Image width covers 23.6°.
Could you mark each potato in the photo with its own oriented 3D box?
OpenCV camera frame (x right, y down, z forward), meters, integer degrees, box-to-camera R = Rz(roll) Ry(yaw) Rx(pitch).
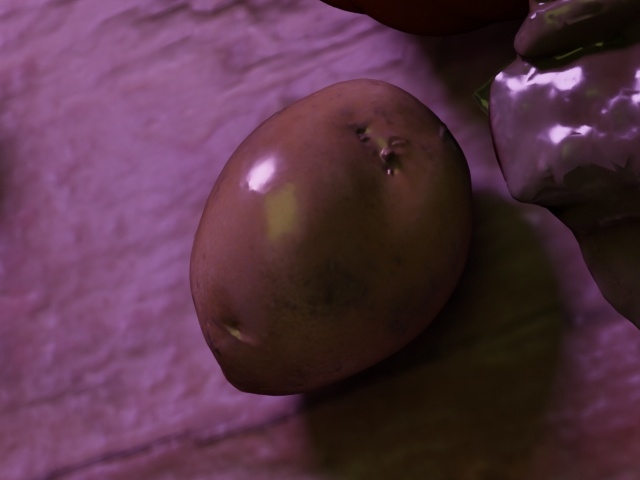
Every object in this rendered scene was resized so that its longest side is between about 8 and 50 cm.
[{"bbox_3d":[0.001,-0.002,0.662,0.112,0.112,0.147,26,76,30],"label":"potato"}]

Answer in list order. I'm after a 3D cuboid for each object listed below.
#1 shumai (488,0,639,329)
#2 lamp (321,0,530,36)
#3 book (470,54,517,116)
[{"bbox_3d":[0.225,-0.093,0.557,0.283,0.217,0.346,-39,68,38],"label":"shumai"},{"bbox_3d":[0.049,-0.198,0.659,0.223,0.223,0.196,25,39,30],"label":"lamp"},{"bbox_3d":[0.234,-0.091,0.637,0.283,0.025,0.215,-45,61,1],"label":"book"}]
